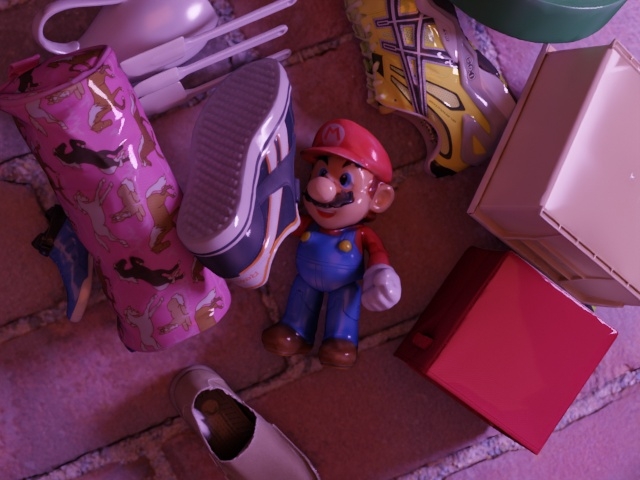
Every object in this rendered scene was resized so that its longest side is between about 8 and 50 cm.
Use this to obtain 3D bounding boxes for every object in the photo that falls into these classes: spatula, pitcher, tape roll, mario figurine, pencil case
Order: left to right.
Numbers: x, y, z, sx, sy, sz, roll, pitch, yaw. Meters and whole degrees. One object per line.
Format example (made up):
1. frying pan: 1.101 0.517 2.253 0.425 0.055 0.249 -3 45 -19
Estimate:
1. pencil case: -0.248 -0.050 1.386 0.167 0.160 0.386 -14 118 17
2. pitcher: -0.246 -0.271 1.430 0.207 0.178 0.125 -35 57 -2
3. spatula: -0.142 -0.232 1.457 0.242 0.168 0.019 -26 69 -15
4. mario figurine: 0.000 0.000 1.476 0.198 0.170 0.321 8 94 -14
5. tape roll: 0.264 -0.403 1.461 0.321 0.077 0.321 10 59 -18

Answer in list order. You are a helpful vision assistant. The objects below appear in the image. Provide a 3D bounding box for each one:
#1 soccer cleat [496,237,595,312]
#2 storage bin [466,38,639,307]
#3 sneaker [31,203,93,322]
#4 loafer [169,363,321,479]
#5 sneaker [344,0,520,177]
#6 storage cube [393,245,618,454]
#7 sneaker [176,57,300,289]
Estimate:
1. soccer cleat: 0.315 0.039 1.586 0.072 0.060 0.179 -37 96 12
2. storage bin: 0.364 -0.082 1.485 0.260 0.123 0.262 36 71 -30
3. sneaker: -0.338 0.027 1.483 0.084 0.058 0.152 10 87 -14
4. loafer: -0.098 0.280 1.514 0.268 0.092 0.102 44 86 -8
5. sneaker: 0.108 -0.252 1.493 0.147 0.145 0.385 -39 96 -6
6. storage cube: 0.242 0.140 1.512 0.215 0.183 0.193 35 86 -8
7. sneaker: -0.092 -0.082 1.421 0.126 0.321 0.127 -10 137 27
